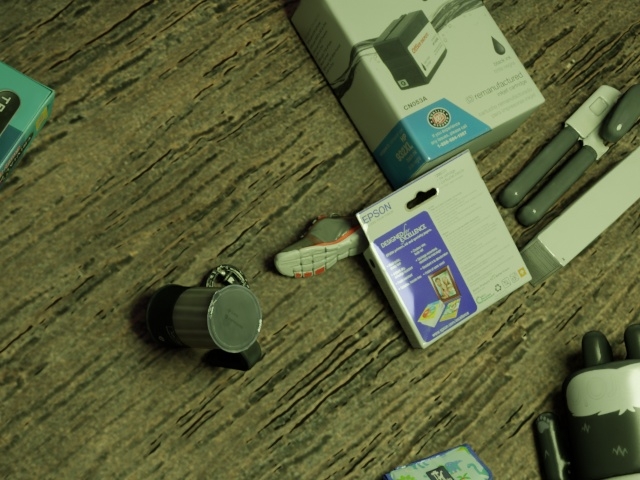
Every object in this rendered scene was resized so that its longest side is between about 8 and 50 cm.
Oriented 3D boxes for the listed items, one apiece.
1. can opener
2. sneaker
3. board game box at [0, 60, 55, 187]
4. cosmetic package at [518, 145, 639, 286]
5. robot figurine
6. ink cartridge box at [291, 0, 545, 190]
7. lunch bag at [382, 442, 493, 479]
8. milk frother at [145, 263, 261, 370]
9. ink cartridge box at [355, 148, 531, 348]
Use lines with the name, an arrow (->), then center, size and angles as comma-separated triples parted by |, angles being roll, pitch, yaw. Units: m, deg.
can opener -> 0.379, -0.139, 1.776 | 0.076, 0.095, 0.283 | 45, 65, 3
sneaker -> 0.000, 0.000, 1.645 | 0.157, 0.061, 0.065 | -18, 55, -25
board game box -> -0.547, -0.162, 1.516 | 0.336, 0.079, 0.254 | 31, 65, -5
cosmetic package -> 0.386, -0.037, 1.742 | 0.239, 0.099, 0.060 | -38, 86, -25
robot figurine -> 0.417, 0.258, 1.611 | 0.173, 0.209, 0.278 | 6, 68, -32
ink cartridge box -> 0.136, -0.260, 1.727 | 0.223, 0.129, 0.307 | -28, 81, -23
lunch bag -> 0.165, 0.346, 1.549 | 0.128, 0.096, 0.151 | -16, 63, -19
milk frother -> -0.122, 0.081, 1.527 | 0.129, 0.134, 0.143 | 39, 64, -35
ink cartridge box -> 0.166, 0.011, 1.664 | 0.206, 0.045, 0.208 | -29, 97, -23
